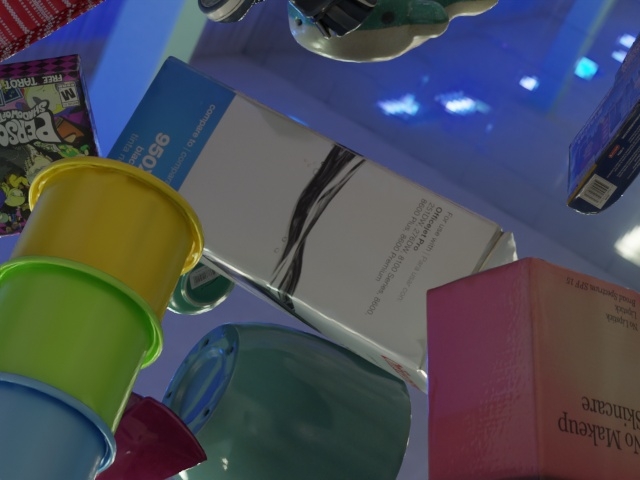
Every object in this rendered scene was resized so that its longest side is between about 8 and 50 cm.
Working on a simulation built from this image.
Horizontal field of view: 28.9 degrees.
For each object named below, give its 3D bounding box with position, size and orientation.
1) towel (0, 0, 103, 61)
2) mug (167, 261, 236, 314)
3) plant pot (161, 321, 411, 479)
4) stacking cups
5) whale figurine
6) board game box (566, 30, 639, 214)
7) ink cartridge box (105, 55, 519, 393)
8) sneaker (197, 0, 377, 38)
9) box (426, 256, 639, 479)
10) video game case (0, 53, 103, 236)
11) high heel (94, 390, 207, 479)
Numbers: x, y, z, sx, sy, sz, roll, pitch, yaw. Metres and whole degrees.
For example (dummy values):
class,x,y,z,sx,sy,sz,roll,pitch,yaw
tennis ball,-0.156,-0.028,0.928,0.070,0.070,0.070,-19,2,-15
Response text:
class,x,y,z,sx,sy,sz,roll,pitch,yaw
towel,-0.335,-0.357,1.509,0.199,0.275,0.031,57,176,12
mug,-0.173,0.042,1.608,0.129,0.158,0.097,20,-168,-44
plant pot,-0.067,0.240,1.591,0.235,0.293,0.293,33,-161,-24
stacking cups,-0.141,0.110,0.549,0.096,0.096,0.316,24,-126,-10
whale figurine,0.089,-0.314,1.540,0.272,0.141,0.216,-17,-151,-24
board game box,0.338,-0.139,1.313,0.060,0.194,0.194,29,-148,-4
ink cartridge box,0.000,0.000,1.318,0.395,0.166,0.285,28,174,19
sneaker,-0.023,-0.239,1.181,0.163,0.086,0.226,45,-141,-25
box,0.180,0.149,1.029,0.148,0.127,0.232,17,-116,-36
video game case,-0.364,-0.097,1.394,0.232,0.210,0.042,-8,-141,-4
high heel,-0.291,0.330,1.437,0.181,0.377,0.127,35,-159,8
